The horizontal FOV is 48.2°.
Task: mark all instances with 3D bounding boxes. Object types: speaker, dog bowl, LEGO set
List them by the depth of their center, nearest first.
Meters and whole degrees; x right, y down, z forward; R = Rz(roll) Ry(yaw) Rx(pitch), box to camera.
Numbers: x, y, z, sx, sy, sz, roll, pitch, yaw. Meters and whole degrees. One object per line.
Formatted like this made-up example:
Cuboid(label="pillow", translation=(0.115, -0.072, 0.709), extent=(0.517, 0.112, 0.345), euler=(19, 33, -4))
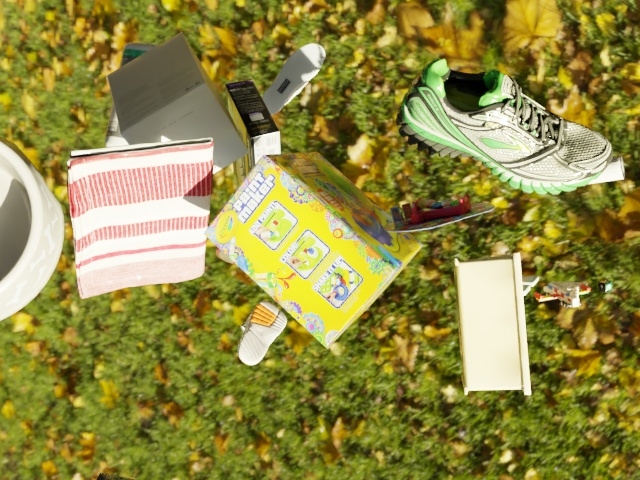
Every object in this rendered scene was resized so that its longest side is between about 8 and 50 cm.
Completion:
Cuboid(label="dog bowl", translation=(-0.604, -0.029, 1.160), extent=(0.102, 0.348, 0.349), euler=(141, 112, -74))
Cuboid(label="LEGO set", translation=(0.491, 0.095, 1.542), extent=(0.244, 0.182, 0.060), euler=(2, 106, 33))
Cuboid(label="speaker", translation=(0.603, -0.154, 1.601), extent=(0.136, 0.055, 0.055), euler=(-8, 92, 30))

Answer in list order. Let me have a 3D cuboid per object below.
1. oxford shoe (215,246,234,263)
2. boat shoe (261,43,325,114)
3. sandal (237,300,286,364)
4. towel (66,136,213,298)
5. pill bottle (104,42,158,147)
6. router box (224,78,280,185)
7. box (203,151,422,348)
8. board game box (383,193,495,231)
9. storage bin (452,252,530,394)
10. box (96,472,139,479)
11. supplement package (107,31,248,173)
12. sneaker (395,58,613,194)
Cuboid(label="oxford shoe", translation=(-0.094, -0.009, 1.842), extent=(0.348, 0.123, 0.130), euler=(4, 61, 9))
Cuboid(label="boat shoe", translation=(-0.086, -0.487, 2.142), extent=(0.258, 0.084, 0.095), euler=(-41, 100, 14))
Cuboid(label="sandal", translation=(-0.180, 0.259, 1.964), extent=(0.102, 0.265, 0.076), euler=(44, 121, -6))
Cuboid(label="towel", translation=(-0.304, -0.031, 1.231), extent=(0.329, 0.237, 0.037), euler=(105, 147, -45))
Cuboid(label="pill bottle", translation=(-0.449, -0.316, 1.881), extent=(0.204, 0.204, 0.361), euler=(13, 93, 40))
Cuboid(label="router box", translation=(-0.176, -0.232, 1.907), extent=(0.309, 0.081, 0.243), euler=(91, 159, -46))
Cuboid(label="box", translation=(0.000, 0.000, 1.257), extent=(0.279, 0.290, 0.177), euler=(42, 107, 7))
Cuboid(label="board game box", translation=(0.175, -0.050, 1.072), extent=(0.133, 0.168, 0.033), euler=(-168, 63, -70))
Cuboid(label="storage bin", translation=(0.341, 0.163, 1.456), extent=(0.123, 0.260, 0.262), euler=(-5, 87, 10))
Cuboid(label="box", translation=(-0.350, 0.587, 1.423), extent=(0.103, 0.261, 0.184), euler=(20, 82, 51))
Cuboid(label="supplement package", translation=(-0.312, -0.276, 1.553), extent=(0.199, 0.198, 0.263), euler=(-30, 43, 2))
Cuboid(label="sneaker", translation=(0.295, -0.179, 1.125), extent=(0.343, 0.134, 0.146), euler=(16, 149, 0))
